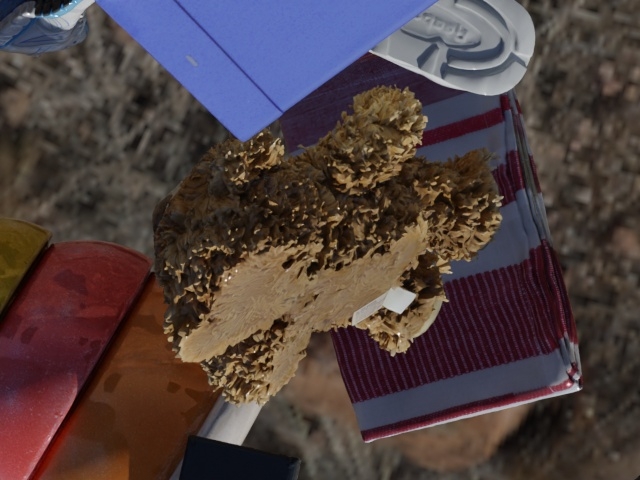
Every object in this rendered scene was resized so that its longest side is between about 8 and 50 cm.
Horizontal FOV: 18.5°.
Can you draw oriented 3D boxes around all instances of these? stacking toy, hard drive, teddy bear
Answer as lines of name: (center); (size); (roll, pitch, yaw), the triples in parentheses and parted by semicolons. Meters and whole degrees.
stacking toy: (-0.293, 0.088, 1.901); (0.480, 0.350, 0.350); (32, 140, -6)
hard drive: (0.040, -0.194, 1.042); (0.319, 0.040, 0.210); (-36, 152, 6)
teddy bear: (0.000, 0.000, 1.381); (0.113, 0.338, 0.245); (46, 133, 29)
hard drive: (-0.076, 0.233, 1.604); (0.094, 0.135, 0.022); (11, 175, 10)

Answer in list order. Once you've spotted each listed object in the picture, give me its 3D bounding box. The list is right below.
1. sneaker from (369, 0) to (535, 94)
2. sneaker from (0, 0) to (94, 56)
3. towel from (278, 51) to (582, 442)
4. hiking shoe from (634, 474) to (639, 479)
sneaker: (0.027, -0.166, 1.306); (0.235, 0.090, 0.095); (31, -176, -12)
sneaker: (-0.238, -0.215, 1.812); (0.083, 0.071, 0.191); (20, 157, -35)
towel: (0.085, -0.008, 1.688); (0.237, 0.329, 0.037); (-18, 172, 36)
hiking shoe: (0.295, 0.210, 1.451); (0.114, 0.227, 0.086); (46, 149, 25)
